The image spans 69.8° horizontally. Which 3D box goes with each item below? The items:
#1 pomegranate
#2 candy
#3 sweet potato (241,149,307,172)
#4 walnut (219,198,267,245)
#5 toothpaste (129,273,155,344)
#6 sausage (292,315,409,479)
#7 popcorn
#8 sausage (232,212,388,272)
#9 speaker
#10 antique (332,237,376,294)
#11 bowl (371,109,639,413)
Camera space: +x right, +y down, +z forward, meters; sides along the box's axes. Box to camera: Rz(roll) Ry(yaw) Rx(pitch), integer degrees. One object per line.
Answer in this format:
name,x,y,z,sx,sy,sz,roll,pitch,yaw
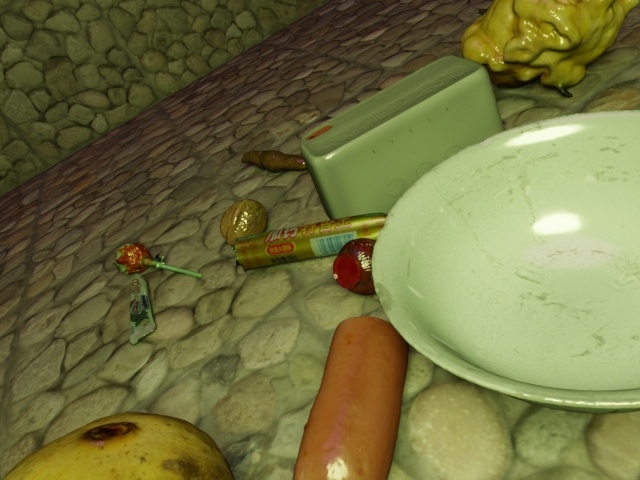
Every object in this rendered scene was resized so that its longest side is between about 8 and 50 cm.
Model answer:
pomegranate,-0.218,0.324,0.494,0.281,0.281,0.281,-18,37,14
candy,-0.395,0.062,1.115,0.288,0.078,0.084,11,43,31
sweet potato,-0.120,-0.219,1.272,0.274,0.067,0.067,14,53,37
walnut,-0.178,-0.040,1.058,0.105,0.105,0.124,1,50,35
toothpaste,-0.407,0.143,1.037,0.060,0.038,0.233,-31,37,-4
sausage,0.043,0.221,0.578,0.113,0.113,0.259,-8,40,27
popcorn,0.496,-0.442,0.997,0.297,0.281,0.316,-6,-9,-31
sausage,0.000,0.000,0.906,0.371,0.082,0.082,-11,39,23
speaker,0.166,-0.204,0.952,0.406,0.184,0.183,-30,36,-2
antique,0.074,0.044,0.785,0.104,0.104,0.104,-18,37,14
bowl,0.296,0.046,0.547,0.435,0.196,0.435,-18,37,14
